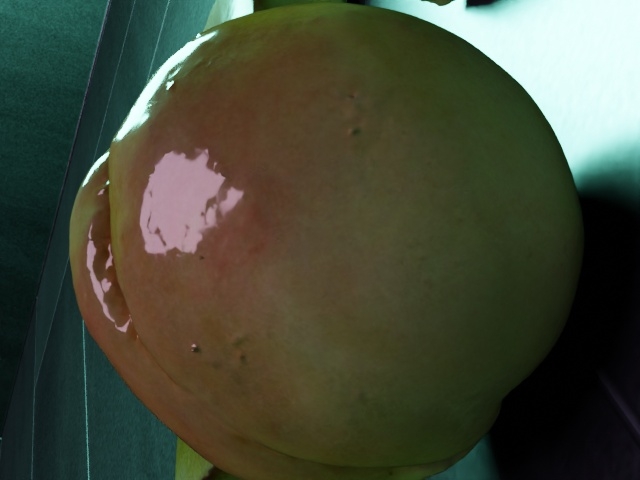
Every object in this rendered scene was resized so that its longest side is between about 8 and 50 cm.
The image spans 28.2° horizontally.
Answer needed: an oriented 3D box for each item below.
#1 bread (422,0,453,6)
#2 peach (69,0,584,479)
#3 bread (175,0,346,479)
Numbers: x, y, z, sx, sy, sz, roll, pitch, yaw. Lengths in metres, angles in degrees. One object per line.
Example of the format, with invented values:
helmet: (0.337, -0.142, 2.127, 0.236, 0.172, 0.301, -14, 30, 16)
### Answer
bread: (0.069, -0.165, 0.593, 0.090, 0.035, 0.094, 158, 123, -69)
peach: (0.000, 0.000, 0.470, 0.184, 0.184, 0.184, -168, 90, -73)
bread: (-0.031, -0.021, 0.747, 0.138, 0.077, 0.361, 120, 155, -49)
